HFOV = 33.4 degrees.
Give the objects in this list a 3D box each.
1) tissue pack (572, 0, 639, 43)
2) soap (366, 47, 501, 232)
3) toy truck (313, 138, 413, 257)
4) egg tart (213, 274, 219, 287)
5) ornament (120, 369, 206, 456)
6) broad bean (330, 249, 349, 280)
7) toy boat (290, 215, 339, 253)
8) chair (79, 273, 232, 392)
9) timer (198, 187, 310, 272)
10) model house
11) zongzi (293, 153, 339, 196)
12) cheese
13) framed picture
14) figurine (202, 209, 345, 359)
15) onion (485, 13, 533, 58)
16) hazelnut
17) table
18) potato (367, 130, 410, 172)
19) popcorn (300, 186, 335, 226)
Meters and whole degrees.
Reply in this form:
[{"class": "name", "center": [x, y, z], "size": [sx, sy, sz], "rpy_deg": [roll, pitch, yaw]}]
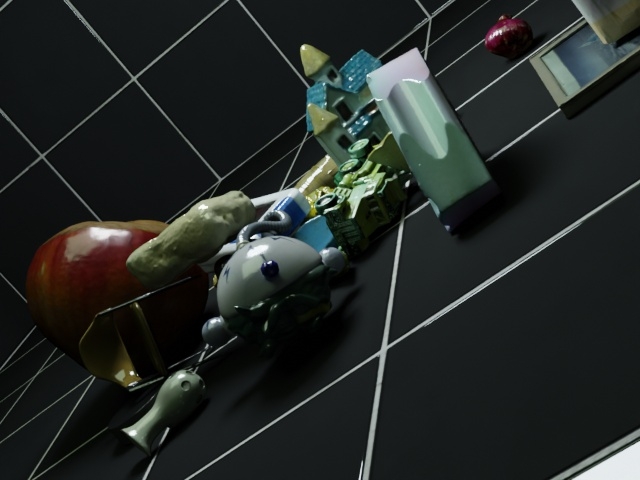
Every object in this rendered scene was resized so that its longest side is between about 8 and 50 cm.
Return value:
[{"class": "tissue pack", "center": [0.484, -0.456, 1.758], "size": [0.186, 0.222, 0.090], "rpy_deg": [-28, 20, 39]}, {"class": "soap", "center": [0.184, -0.163, 1.728], "size": [0.109, 0.193, 0.324], "rpy_deg": [-30, 54, 11]}, {"class": "toy truck", "center": [0.098, -0.088, 1.974], "size": [0.135, 0.128, 0.259], "rpy_deg": [-12, 27, 37]}, {"class": "egg tart", "center": [-0.132, 0.043, 2.247], "size": [0.212, 0.090, 0.212], "rpy_deg": [-40, 13, 11]}, {"class": "ornament", "center": [-0.260, 0.290, 1.822], "size": [0.075, 0.081, 0.156], "rpy_deg": [27, 66, 39]}, {"class": "broad bean", "center": [0.010, 0.050, 1.911], "size": [0.070, 0.048, 0.213], "rpy_deg": [-44, 10, -15]}, {"class": "toy boat", "center": [0.000, 0.000, 2.053], "size": [0.185, 0.075, 0.077], "rpy_deg": [-44, -19, 5]}, {"class": "chair", "center": [-0.321, 0.182, 2.008], "size": [0.247, 0.159, 0.172], "rpy_deg": [-23, 4, -19]}, {"class": "timer", "center": [-0.135, -0.011, 2.122], "size": [0.178, 0.078, 0.253], "rpy_deg": [-49, 20, -27]}, {"class": "model house", "center": [0.075, -0.295, 2.273], "size": [0.267, 0.325, 0.194], "rpy_deg": [-43, 11, -14]}, {"class": "zongzi", "center": [-0.009, -0.131, 2.538], "size": [0.160, 0.078, 0.176], "rpy_deg": [-41, 3, -4]}, {"class": "cheese", "center": [-0.238, 0.002, 1.944], "size": [0.263, 0.093, 0.159], "rpy_deg": [-33, -2, 34]}, {"class": "framed picture", "center": [0.533, -0.371, 1.890], "size": [0.326, 0.028, 0.446], "rpy_deg": [-36, 13, 15]}, {"class": "figurine", "center": [-0.090, 0.082, 1.778], "size": [0.261, 0.186, 0.382], "rpy_deg": [-47, 12, -6]}, {"class": "onion", "center": [0.413, -0.448, 2.342], "size": [0.107, 0.097, 0.107], "rpy_deg": [-10, -7, -1]}, {"class": "hazelnut", "center": [-0.425, 0.111, 2.255], "size": [0.359, 0.359, 0.409], "rpy_deg": [-37, -19, 15]}, {"class": "table", "center": [-0.332, 0.319, 1.985], "size": [0.133, 0.043, 0.133], "rpy_deg": [-38, 12, 10]}, {"class": "potato", "center": [0.174, -0.188, 1.938], "size": [0.081, 0.149, 0.120], "rpy_deg": [-68, -7, -56]}, {"class": "popcorn", "center": [0.012, -0.057, 2.131], "size": [0.120, 0.106, 0.116], "rpy_deg": [-33, -8, 12]}]
